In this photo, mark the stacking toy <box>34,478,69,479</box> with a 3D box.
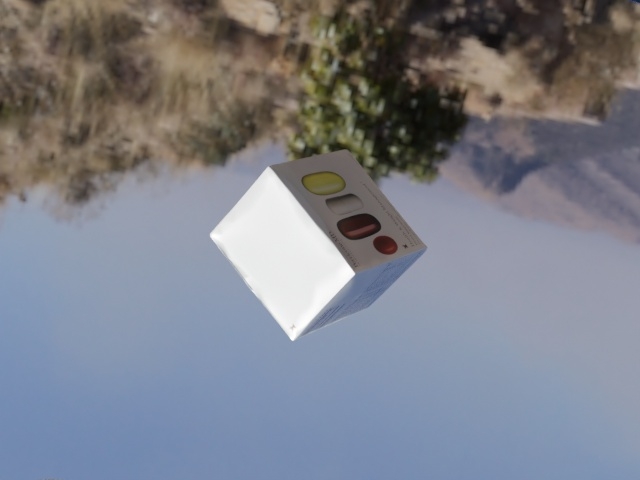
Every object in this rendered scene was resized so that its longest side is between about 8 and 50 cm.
[{"bbox_3d":[-0.048,0.304,0.933,0.479,0.351,0.350,27,-175,13],"label":"stacking toy"}]

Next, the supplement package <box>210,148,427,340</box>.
[{"bbox_3d":[0.000,0.000,1.762,0.194,0.149,0.203,51,-149,13],"label":"supplement package"}]

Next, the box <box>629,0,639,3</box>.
[{"bbox_3d":[0.406,-0.625,1.785,0.471,0.480,0.297,19,-148,6],"label":"box"}]
